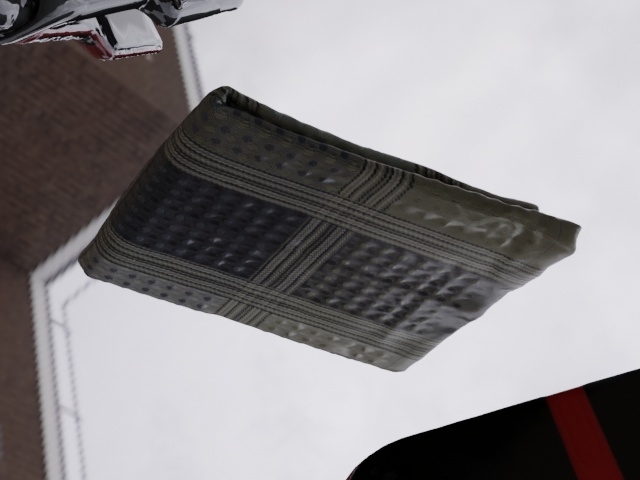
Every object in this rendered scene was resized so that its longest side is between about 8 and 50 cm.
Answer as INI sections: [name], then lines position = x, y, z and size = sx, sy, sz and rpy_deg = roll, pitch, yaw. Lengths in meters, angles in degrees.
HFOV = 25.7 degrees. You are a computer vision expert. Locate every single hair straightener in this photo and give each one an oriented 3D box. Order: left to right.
[hair straightener]
position = -0.059, -0.098, 0.468
size = 0.089, 0.047, 0.230
rpy_deg = -26, 180, 11

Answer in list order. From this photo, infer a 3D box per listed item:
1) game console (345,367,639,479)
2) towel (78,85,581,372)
[game console]
position = 0.187, 0.219, 0.853
size = 0.342, 0.060, 0.386
rpy_deg = -16, -150, 3
[towel]
position = 0.000, 0.000, 1.144
size = 0.312, 0.324, 0.056
rpy_deg = -43, -148, 53
